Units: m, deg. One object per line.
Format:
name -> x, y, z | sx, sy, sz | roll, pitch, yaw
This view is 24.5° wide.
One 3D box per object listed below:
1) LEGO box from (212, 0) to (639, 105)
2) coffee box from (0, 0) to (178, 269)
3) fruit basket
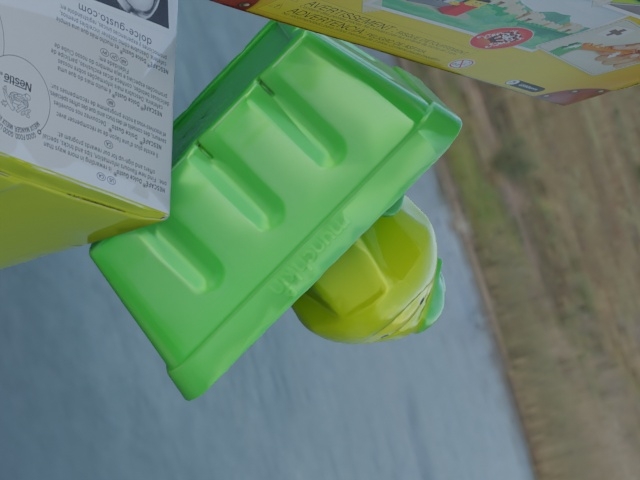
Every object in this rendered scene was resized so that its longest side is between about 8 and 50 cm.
LEGO box -> 0.188, -0.270, 1.070 | 0.500, 0.372, 0.193 | 8, 72, -49
coffee box -> -0.360, -0.176, 1.291 | 0.338, 0.337, 0.334 | 21, 61, -48
fruit basket -> 0.000, 0.000, 1.465 | 0.283, 0.392, 0.392 | -115, -177, -71
